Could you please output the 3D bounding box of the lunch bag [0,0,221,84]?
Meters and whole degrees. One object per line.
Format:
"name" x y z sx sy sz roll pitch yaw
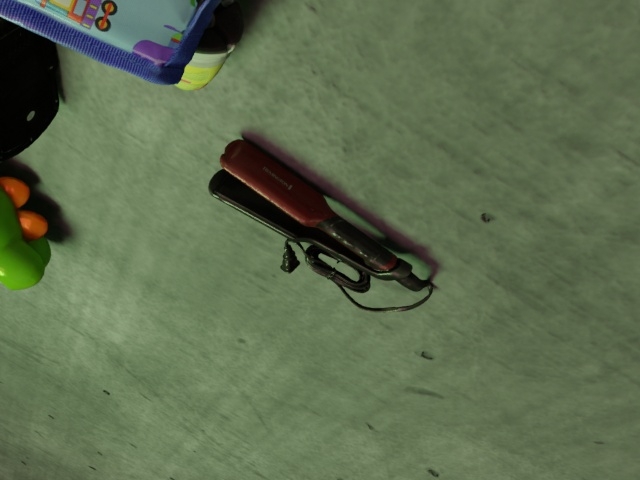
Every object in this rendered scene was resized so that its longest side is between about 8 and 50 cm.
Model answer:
"lunch bag" -0.140 -0.227 0.298 0.293 0.138 0.221 27 110 -12

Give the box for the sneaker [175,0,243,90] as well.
"sneaker" -0.152 -0.178 0.438 0.208 0.081 0.094 41 158 -1

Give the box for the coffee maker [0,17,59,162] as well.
"coffee maker" -0.327 -0.176 0.522 0.178 0.120 0.171 22 116 5

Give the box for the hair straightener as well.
"hair straightener" 0.000 0.000 0.570 0.230 0.047 0.089 30 140 -9

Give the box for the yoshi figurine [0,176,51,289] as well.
"yoshi figurine" -0.474 -0.049 0.661 0.203 0.203 0.362 -15 128 44
